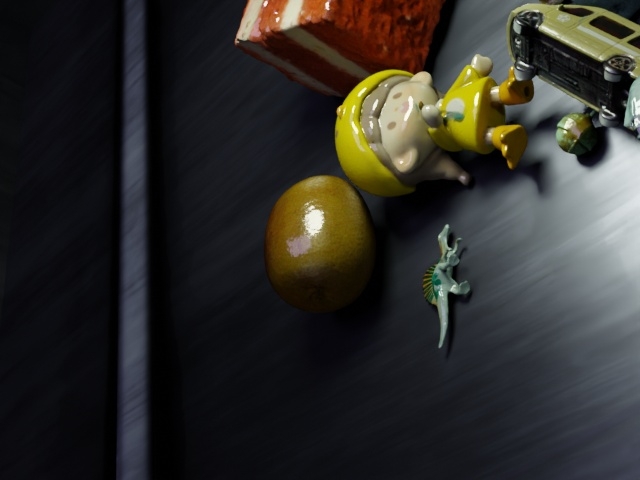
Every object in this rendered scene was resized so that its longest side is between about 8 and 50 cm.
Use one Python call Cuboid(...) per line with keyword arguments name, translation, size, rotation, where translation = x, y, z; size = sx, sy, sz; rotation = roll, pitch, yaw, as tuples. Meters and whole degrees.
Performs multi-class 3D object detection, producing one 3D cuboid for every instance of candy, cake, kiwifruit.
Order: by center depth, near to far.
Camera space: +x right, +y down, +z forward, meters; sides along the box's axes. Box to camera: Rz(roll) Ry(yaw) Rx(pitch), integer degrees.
Cuboid(name="candy", translation=(0.408, -0.205, 1.420), size=(0.202, 0.061, 0.061), rotation=(-50, 36, 5))
Cuboid(name="kiwifruit", translation=(0.000, 0.000, 1.682), size=(0.196, 0.196, 0.234), rotation=(-38, 38, 32))
Cuboid(name="cake", translation=(0.042, -0.430, 1.826), size=(0.320, 0.270, 0.269), rotation=(0, 69, 52))

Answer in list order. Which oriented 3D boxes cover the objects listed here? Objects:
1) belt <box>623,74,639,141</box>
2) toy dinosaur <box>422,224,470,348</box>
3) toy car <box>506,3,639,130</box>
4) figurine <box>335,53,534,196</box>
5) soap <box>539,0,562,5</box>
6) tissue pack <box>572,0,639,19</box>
Cuboid(name="belt", translation=(0.461, -0.111, 1.147), size=(0.150, 0.207, 0.257), rotation=(-33, 62, 35))
Cuboid(name="toy dinosaur", translation=(0.182, 0.066, 1.542), size=(0.106, 0.044, 0.187), rotation=(-172, 92, -67))
Cuboid(name="toy car", translation=(0.374, -0.249, 1.370), size=(0.124, 0.101, 0.257), rotation=(-32, 49, -20))
Cuboid(name="figurine", translation=(0.172, -0.176, 1.589), size=(0.344, 0.187, 0.215), rotation=(-1, 59, 46))
Cuboid(name="soap", translation=(0.413, -0.497, 1.559), size=(0.257, 0.080, 0.160), rotation=(-41, 40, 29))
Cuboid(name="tissue pack", translation=(0.433, -0.443, 1.404), size=(0.257, 0.185, 0.081), rotation=(-47, 29, 22))
